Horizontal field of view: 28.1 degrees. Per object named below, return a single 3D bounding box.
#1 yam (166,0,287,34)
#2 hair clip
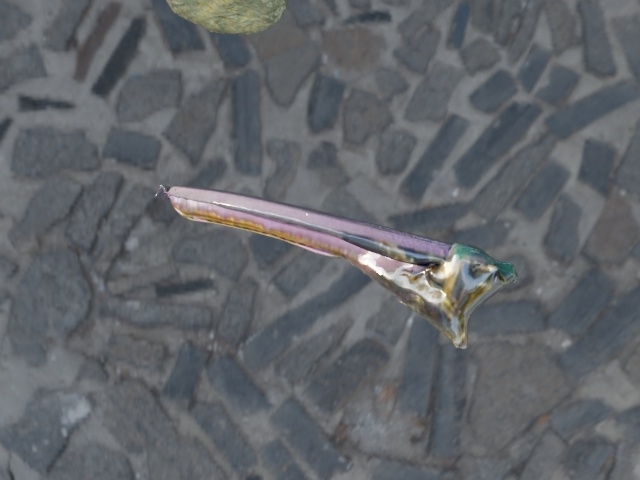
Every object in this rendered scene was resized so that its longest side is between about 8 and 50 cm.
[{"bbox_3d":[-0.030,-0.233,0.591,0.061,0.061,0.274,6,81,-5],"label":"yam"},{"bbox_3d":[-0.001,0.000,1.182,0.359,0.095,0.110,21,31,19],"label":"hair clip"}]
